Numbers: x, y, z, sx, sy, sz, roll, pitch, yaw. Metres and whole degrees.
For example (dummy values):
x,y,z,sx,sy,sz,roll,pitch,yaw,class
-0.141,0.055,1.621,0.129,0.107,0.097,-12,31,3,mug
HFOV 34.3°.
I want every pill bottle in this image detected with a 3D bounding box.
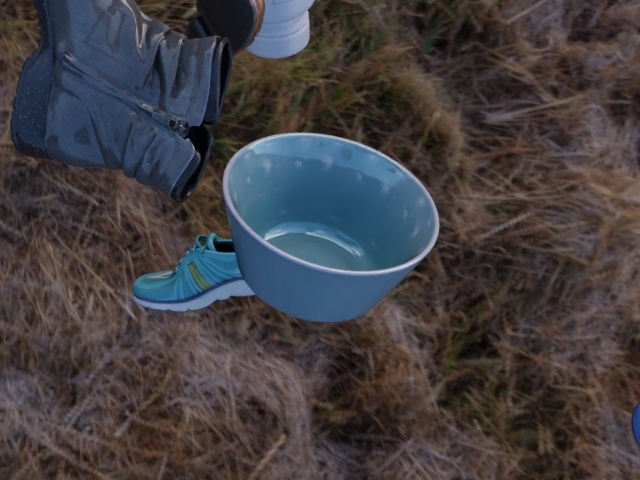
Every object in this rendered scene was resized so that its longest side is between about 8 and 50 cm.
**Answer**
x,y,z,sx,sy,sz,roll,pitch,yaw,class
-0.072,-0.387,1.498,0.131,0.131,0.229,-17,136,-13,pill bottle

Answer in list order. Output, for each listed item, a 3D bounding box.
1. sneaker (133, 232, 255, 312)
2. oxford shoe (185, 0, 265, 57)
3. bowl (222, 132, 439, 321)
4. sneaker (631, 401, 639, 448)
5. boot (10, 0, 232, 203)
x,y,z,sx,sy,sz,roll,pitch,yaw,class
-0.185,0.039,1.705,0.275,0.107,0.110,-16,117,12,sneaker
-0.095,-0.253,1.174,0.076,0.212,0.076,-28,97,-18,oxford shoe
0.000,0.000,1.494,0.311,0.312,0.163,2,130,-18,bowl
0.311,0.189,0.772,0.069,0.209,0.082,-37,146,2,sneaker
-0.138,-0.161,0.795,0.161,0.083,0.247,13,102,13,boot
